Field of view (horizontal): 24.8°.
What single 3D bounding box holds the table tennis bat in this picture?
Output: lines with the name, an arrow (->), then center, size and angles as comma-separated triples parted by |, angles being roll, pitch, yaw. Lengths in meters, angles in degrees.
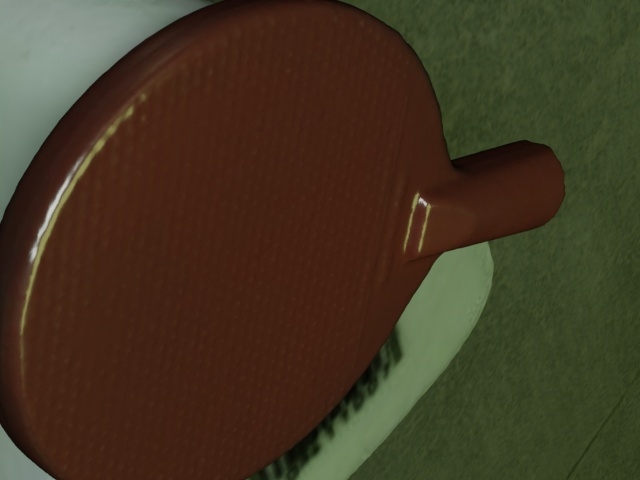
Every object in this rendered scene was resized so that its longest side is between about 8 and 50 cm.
table tennis bat -> 0.000, 0.000, 0.572 | 0.310, 0.038, 0.200 | -15, 123, -48

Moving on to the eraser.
eraser -> -0.085, 0.061, 0.665 | 0.331, 0.150, 0.331 | -35, 141, -35
